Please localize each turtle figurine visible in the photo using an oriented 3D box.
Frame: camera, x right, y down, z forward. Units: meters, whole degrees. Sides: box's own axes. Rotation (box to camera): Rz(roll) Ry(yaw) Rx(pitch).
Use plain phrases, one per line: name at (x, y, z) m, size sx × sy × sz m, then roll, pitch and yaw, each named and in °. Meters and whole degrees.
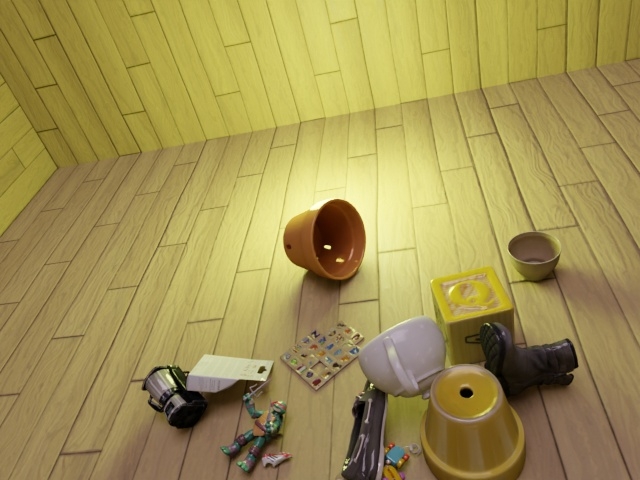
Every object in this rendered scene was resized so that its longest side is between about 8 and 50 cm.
turtle figurine at (-0.164, 0.514, 1.548) m, size 0.234 × 0.118 × 0.175 m, roll -53°, pitch 29°, yaw -17°

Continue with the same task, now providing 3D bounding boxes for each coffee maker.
coffee maker at (-0.424, 0.467, 1.690) m, size 0.171 × 0.120 × 0.178 m, roll -11°, pitch 40°, yaw -44°

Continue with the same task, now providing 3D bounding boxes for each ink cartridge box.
ink cartridge box at (-0.274, 0.414, 1.717) m, size 0.232 × 0.066 × 0.189 m, roll 8°, pitch 7°, yaw 2°

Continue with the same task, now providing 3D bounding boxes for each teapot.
teapot at (0.232, 0.326, 1.450) m, size 0.256 × 0.252 × 0.187 m, roll -14°, pitch 63°, yaw -31°

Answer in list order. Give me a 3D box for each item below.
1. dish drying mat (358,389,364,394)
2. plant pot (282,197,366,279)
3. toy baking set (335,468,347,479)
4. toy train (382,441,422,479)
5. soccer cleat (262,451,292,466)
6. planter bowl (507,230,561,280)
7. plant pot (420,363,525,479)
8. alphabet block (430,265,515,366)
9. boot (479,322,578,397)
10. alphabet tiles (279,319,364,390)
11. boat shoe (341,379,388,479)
dish drying mat at (0.153, 0.433, 1.619) m, size 0.083 × 0.008 × 0.032 m, roll -31°, pitch 39°, yaw -17°
plant pot at (0.000, 0.000, 2.042) m, size 0.203 × 0.291 × 0.291 m, roll -4°, pitch 35°, yaw 44°
toy baking set at (0.050, 0.682, 1.323) m, size 0.196 × 0.030 × 0.256 m, roll -16°, pitch 42°, yaw -9°
toy train at (0.209, 0.581, 1.380) m, size 0.125 × 0.046 × 0.166 m, roll 9°, pitch 29°, yaw -4°
soccer cleat at (-0.116, 0.593, 1.503) m, size 0.083 × 0.029 × 0.036 m, roll -4°, pitch 64°, yaw 0°
planter bowl at (0.694, 0.061, 1.806) m, size 0.162 × 0.109 × 0.162 m, roll -11°, pitch 37°, yaw 9°
plant pot at (0.361, 0.436, 1.343) m, size 0.254 × 0.239 × 0.254 m, roll -10°, pitch 36°, yaw 8°
alphabet block at (0.443, 0.221, 1.623) m, size 0.193 × 0.197 × 0.192 m, roll -15°, pitch 36°, yaw 3°
boot at (0.527, 0.282, 1.398) m, size 0.222 × 0.338 × 0.118 m, roll -16°, pitch 52°, yaw 7°
alphabet tiles at (0.016, 0.352, 1.778) m, size 0.237 × 0.009 × 0.198 m, roll -34°, pitch 40°, yaw -23°
boat shoe at (0.116, 0.480, 1.466) m, size 0.095 × 0.112 × 0.335 m, roll 16°, pitch 39°, yaw -5°
